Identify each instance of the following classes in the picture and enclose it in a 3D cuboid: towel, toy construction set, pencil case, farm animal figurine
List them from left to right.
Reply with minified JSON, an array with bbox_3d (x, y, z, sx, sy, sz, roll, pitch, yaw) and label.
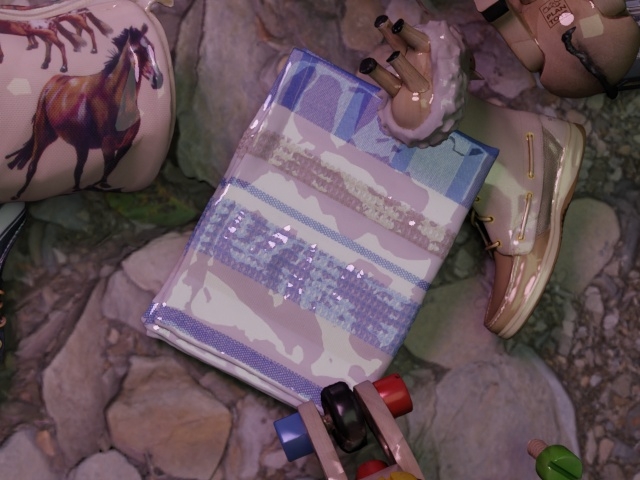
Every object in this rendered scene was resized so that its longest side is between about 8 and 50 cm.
[{"bbox_3d":[-0.314,-0.108,0.857,0.410,0.160,0.184,-7,125,-25],"label":"pencil case"},{"bbox_3d":[0.000,0.000,0.974,0.209,0.034,0.285,29,90,0],"label":"towel"},{"bbox_3d":[0.108,0.254,0.880,0.308,0.237,0.257,1,101,-16],"label":"toy construction set"},{"bbox_3d":[0.203,-0.239,0.929,0.172,0.330,0.327,38,44,-38],"label":"farm animal figurine"}]

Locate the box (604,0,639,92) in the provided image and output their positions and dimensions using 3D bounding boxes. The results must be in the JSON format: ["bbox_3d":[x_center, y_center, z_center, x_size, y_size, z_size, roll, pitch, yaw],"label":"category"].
[{"bbox_3d":[0.312,-0.267,1.100,0.183,0.059,0.233,-10,85,-17],"label":"box"}]

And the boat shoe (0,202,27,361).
[{"bbox_3d":[-0.283,0.053,0.934,0.083,0.065,0.183,41,73,-21],"label":"boat shoe"}]

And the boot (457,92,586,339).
[{"bbox_3d":[0.137,-0.031,1.027,0.165,0.077,0.213,19,79,-8],"label":"boot"}]
